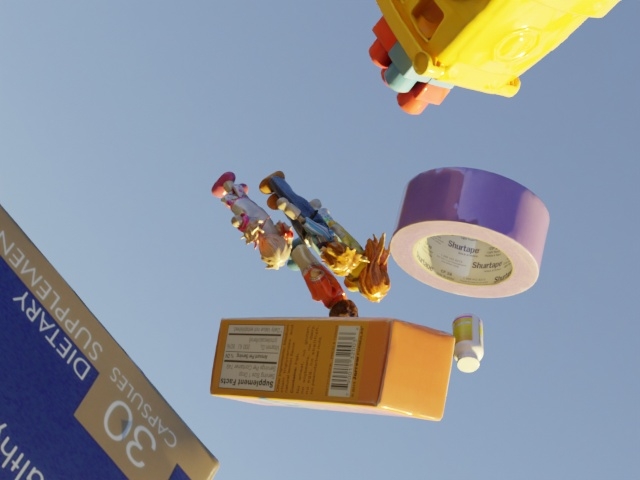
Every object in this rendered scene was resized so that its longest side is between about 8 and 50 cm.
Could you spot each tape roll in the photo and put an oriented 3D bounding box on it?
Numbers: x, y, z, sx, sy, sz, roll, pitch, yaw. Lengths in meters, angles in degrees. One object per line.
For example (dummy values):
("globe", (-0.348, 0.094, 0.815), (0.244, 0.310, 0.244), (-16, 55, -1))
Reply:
("tape roll", (0.185, -0.008, 1.999), (0.189, 0.080, 0.189), (12, -29, 7))

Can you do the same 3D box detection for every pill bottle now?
("pill bottle", (0.205, 0.144, 2.246), (0.083, 0.043, 0.043), (-85, 168, -49))

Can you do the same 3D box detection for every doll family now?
("doll family", (0.000, 0.000, 1.832), (0.163, 0.118, 0.263), (50, 5, 40))

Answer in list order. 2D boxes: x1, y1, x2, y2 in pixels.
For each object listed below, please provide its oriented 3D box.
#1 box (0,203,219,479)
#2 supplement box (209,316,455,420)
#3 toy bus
("box", (-0.107, 0.067, 0.286), (0.036, 0.225, 0.136), (-26, -69, 34))
("supplement box", (0.005, 0.107, 1.372), (0.233, 0.078, 0.080), (0, -103, 52))
("toy bus", (0.101, -0.215, 1.287), (0.211, 0.149, 0.220), (-48, -127, 33))
